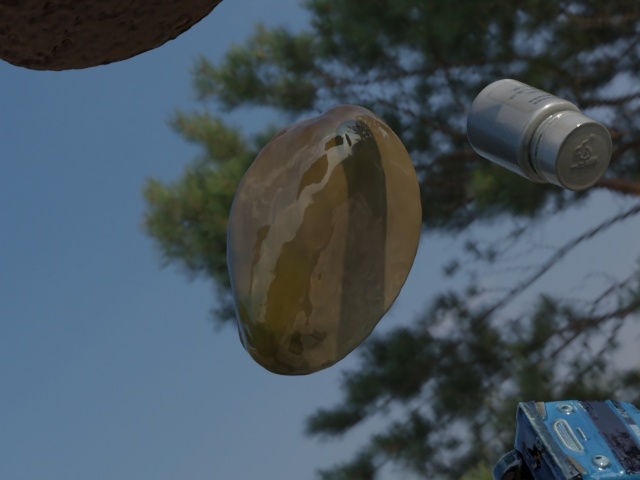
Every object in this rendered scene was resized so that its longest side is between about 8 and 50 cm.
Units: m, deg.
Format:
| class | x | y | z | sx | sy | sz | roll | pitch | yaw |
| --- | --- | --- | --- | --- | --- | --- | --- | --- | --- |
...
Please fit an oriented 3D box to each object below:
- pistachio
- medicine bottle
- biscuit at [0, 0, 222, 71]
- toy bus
| class | x | y | z | sx | sy | sz | roll | pitch | yaw |
| --- | --- | --- | --- | --- | --- | --- | --- | --- | --- |
| pistachio | 0.000 | 0.000 | 1.348 | 0.166 | 0.197 | 0.288 | -94 | 17 | -88 |
| medicine bottle | 0.202 | -0.096 | 1.200 | 0.080 | 0.130 | 0.080 | -13 | -63 | -27 |
| biscuit | -0.163 | -0.263 | 0.931 | 0.314 | 0.063 | 0.367 | -16 | -30 | -29 |
| toy bus | 0.174 | 0.196 | 0.865 | 0.106 | 0.090 | 0.184 | -5 | -58 | -12 |
